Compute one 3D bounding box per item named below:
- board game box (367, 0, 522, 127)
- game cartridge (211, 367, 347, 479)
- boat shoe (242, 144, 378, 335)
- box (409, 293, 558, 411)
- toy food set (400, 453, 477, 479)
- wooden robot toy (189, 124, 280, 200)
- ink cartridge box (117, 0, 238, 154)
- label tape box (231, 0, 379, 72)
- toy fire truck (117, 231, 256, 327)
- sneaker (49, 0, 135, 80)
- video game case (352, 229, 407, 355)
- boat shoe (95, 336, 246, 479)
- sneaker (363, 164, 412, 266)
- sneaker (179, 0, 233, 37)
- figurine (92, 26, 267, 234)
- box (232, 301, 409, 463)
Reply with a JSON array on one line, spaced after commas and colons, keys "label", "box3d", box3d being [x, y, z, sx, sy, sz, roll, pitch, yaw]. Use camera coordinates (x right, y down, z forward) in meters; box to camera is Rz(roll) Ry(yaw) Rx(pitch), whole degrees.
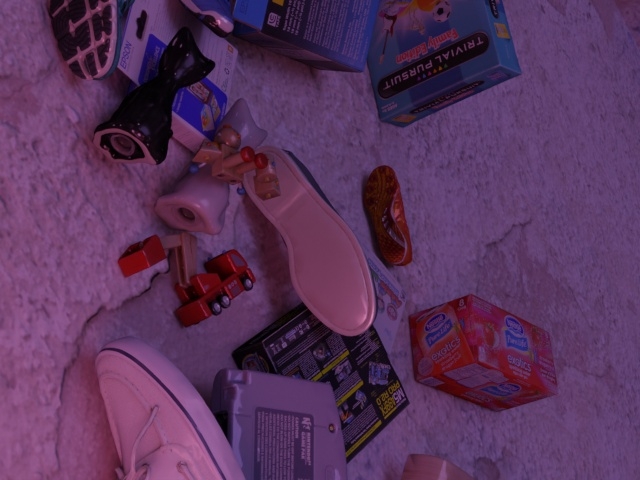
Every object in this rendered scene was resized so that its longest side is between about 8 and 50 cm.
[{"label": "board game box", "box3d": [0.191, -0.403, 2.310, 0.079, 0.254, 0.336, 9, 64, -51]}, {"label": "game cartridge", "box3d": [-0.052, 0.320, 1.678, 0.196, 0.060, 0.294, 13, 68, -34]}, {"label": "boat shoe", "box3d": [0.000, 0.000, 1.896, 0.319, 0.116, 0.099, 58, 16, 22]}, {"label": "box", "box3d": [0.276, 0.193, 2.204, 0.257, 0.128, 0.122, 25, 52, -45]}, {"label": "toy food set", "box3d": [0.209, 0.487, 1.996, 0.306, 0.092, 0.219, 38, 55, -35]}, {"label": "wooden robot toy", "box3d": [-0.106, -0.117, 1.714, 0.173, 0.076, 0.079, 24, 50, -48]}, {"label": "ink cartridge box", "box3d": [-0.209, -0.252, 1.847, 0.208, 0.045, 0.206, 41, 42, -36]}, {"label": "label tape box", "box3d": [-0.041, -0.417, 2.043, 0.334, 0.106, 0.240, 13, 89, -51]}, {"label": "toy fire truck", "box3d": [-0.171, 0.039, 1.734, 0.135, 0.047, 0.192, 62, 33, -7]}, {"label": "sneaker", "box3d": [-0.285, -0.332, 1.735, 0.110, 0.107, 0.275, 25, 52, -49]}, {"label": "video game case", "box3d": [0.077, 0.084, 2.083, 0.157, 0.019, 0.143, 50, 38, -26]}, {"label": "boat shoe", "box3d": [-0.184, 0.293, 1.503, 0.156, 0.136, 0.367, -29, 89, -41]}, {"label": "sneaker", "box3d": [0.113, -0.039, 2.184, 0.067, 0.064, 0.175, 31, 50, -70]}, {"label": "sneaker", "box3d": [-0.163, -0.370, 1.882, 0.080, 0.081, 0.211, 38, 18, -46]}, {"label": "figurine", "box3d": [-0.170, -0.145, 1.752, 0.215, 0.092, 0.209, 51, 51, -30]}, {"label": "box", "box3d": [0.007, 0.199, 1.884, 0.270, 0.060, 0.216, -33, 100, -56]}]
